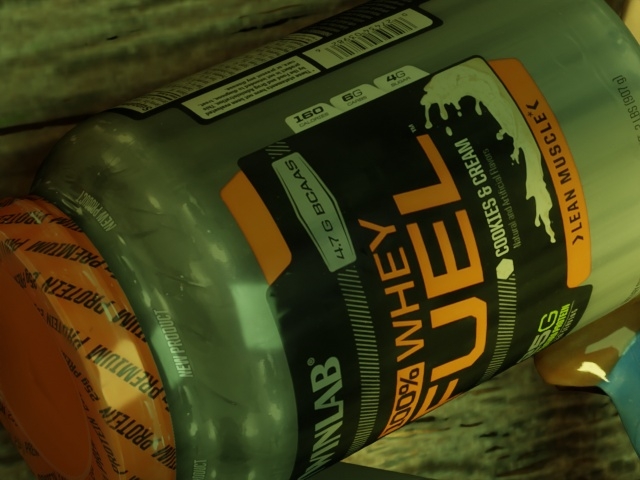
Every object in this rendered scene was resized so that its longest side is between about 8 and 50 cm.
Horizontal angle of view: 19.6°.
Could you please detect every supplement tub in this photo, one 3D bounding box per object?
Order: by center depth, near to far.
[{"bbox_3d":[0.000,0.000,0.875,0.316,0.193,0.193,-26,111,-26],"label":"supplement tub"}]

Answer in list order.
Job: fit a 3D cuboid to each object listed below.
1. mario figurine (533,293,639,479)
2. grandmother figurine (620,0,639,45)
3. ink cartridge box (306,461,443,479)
[{"bbox_3d":[0.198,0.193,0.997,0.198,0.170,0.320,-10,67,-44],"label":"mario figurine"},{"bbox_3d":[0.204,-0.148,0.968,0.208,0.104,0.342,-6,125,-30],"label":"grandmother figurine"},{"bbox_3d":[-0.049,0.321,0.868,0.279,0.160,0.385,-15,107,-55],"label":"ink cartridge box"}]
